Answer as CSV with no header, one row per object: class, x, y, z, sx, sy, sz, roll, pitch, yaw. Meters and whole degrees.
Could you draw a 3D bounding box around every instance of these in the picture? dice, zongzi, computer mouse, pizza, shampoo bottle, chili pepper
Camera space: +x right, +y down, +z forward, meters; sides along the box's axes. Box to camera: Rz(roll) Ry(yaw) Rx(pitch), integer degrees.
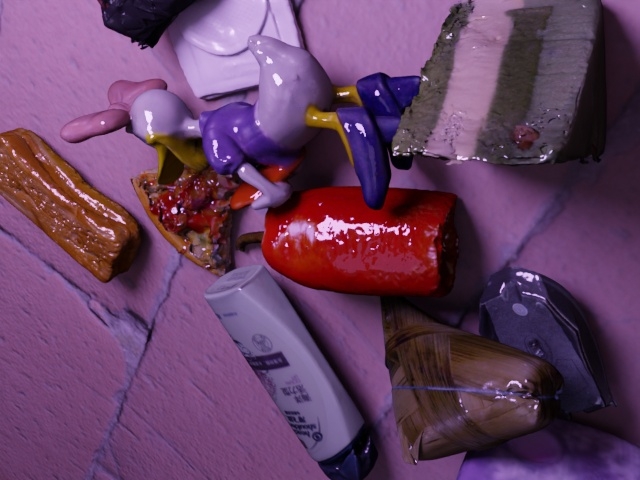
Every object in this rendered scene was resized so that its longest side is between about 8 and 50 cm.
dice,0.285,0.401,0.846,0.270,0.271,0.270,15,121,20
zongzi,0.165,0.126,0.821,0.221,0.112,0.242,-34,58,45
computer mouse,0.275,0.121,0.831,0.126,0.071,0.231,-11,117,45
pizza,-0.185,-0.053,0.977,0.201,0.053,0.193,43,131,5
shampoo bottle,-0.028,0.201,1.005,0.134,0.078,0.359,-14,112,47
chili pepper,-0.002,-0.003,0.868,0.338,0.131,0.135,6,116,25

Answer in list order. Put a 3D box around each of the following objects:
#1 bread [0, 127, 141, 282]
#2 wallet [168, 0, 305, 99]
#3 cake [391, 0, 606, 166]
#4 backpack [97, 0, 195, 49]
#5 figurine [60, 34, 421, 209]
bread,-0.401,-0.053,1.083,0.271,0.077,0.139,38,130,7
wallet,-0.107,-0.246,0.857,0.182,0.032,0.124,-6,115,28
cake,0.167,-0.152,0.625,0.158,0.283,0.172,2,99,26
backpack,-0.194,-0.320,0.810,0.165,0.105,0.120,-32,60,31
figurine,-0.092,-0.137,0.815,0.420,0.154,0.193,-4,124,24
